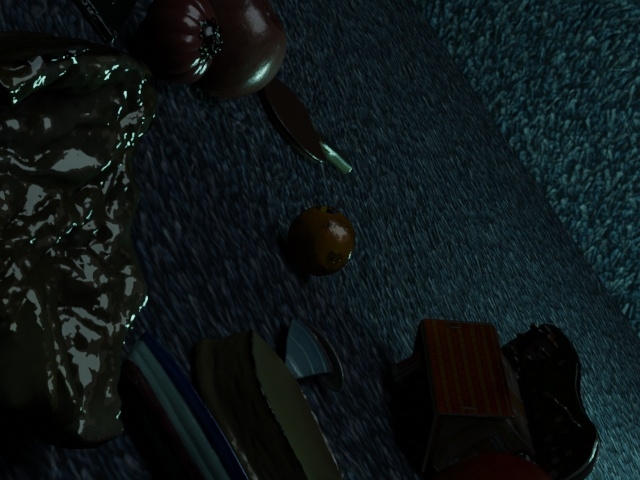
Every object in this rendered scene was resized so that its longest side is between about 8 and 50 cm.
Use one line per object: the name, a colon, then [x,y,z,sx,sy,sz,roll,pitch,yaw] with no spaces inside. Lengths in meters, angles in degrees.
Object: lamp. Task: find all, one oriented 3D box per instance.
lamp: [-0.156,-0.227,1.788,0.107,0.092,0.107,7,90,-74]

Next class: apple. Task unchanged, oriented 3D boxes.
apple: [-0.109,-0.246,1.916,0.153,0.120,0.153,53,17,-23]

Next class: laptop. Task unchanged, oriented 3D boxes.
laptop: [-0.251,-0.295,1.765,0.129,0.016,0.180,55,16,-19]

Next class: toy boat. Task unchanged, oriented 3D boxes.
toy boat: [-0.018,0.122,1.703,0.096,0.034,0.122,58,17,14]
toy boat: [-0.101,0.181,1.304,0.046,0.080,0.229,-27,87,-39]
toy boat: [-0.051,0.164,1.480,0.188,0.061,0.116,62,17,10]

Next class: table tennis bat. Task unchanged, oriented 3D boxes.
table tennis bat: [-0.020,-0.151,2.196,0.220,0.019,0.130,38,27,-49]

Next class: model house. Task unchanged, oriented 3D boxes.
model house: [0.198,0.184,1.940,0.154,0.207,0.294,47,20,-27]

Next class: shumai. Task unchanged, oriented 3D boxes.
shumai: [-0.242,-0.004,1.122,0.346,0.217,0.283,-31,122,-64]

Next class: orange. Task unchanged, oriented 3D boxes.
orange: [0.000,0.001,1.886,0.083,0.083,0.083,52,18,-24]

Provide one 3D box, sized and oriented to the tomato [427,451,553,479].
tomato: [0.142,0.347,1.444,0.299,0.226,0.299,58,19,-32]
